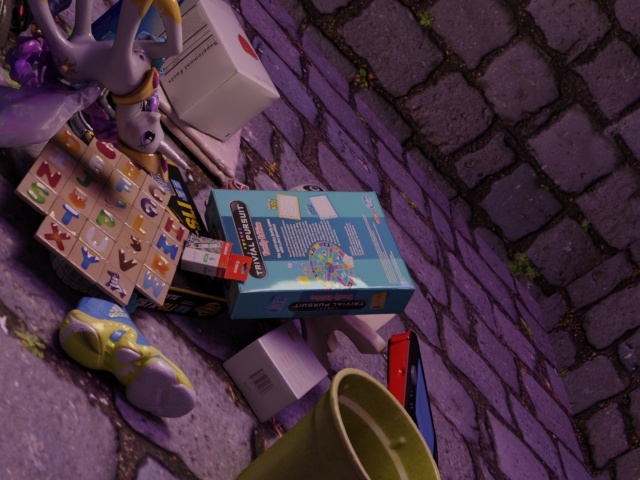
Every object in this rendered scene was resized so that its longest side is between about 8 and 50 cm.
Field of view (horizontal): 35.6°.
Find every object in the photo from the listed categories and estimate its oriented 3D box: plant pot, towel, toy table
[{"bbox_3d":[0.012,0.379,1.550,0.276,0.254,0.276,45,22,-24],"label":"plant pot"},{"bbox_3d":[-0.302,-0.309,2.292,0.317,0.053,0.332,45,21,-22],"label":"towel"},{"bbox_3d":[0.021,0.155,2.012,0.161,0.252,0.274,60,-15,-12],"label":"toy table"}]

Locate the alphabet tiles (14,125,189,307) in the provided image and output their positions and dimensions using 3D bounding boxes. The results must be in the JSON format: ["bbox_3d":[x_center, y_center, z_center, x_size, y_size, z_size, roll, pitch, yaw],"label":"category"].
[{"bbox_3d":[-0.339,-0.044,1.603,0.285,0.011,0.342,41,26,-19],"label":"alphabet tiles"}]

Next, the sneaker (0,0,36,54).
[{"bbox_3d":[-0.551,-0.449,1.747,0.202,0.185,0.482,37,27,-34],"label":"sneaker"}]

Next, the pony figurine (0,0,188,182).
[{"bbox_3d":[-0.368,-0.270,1.535,0.351,0.363,0.303,13,37,10],"label":"pony figurine"}]

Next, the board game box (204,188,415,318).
[{"bbox_3d":[-0.024,0.021,1.846,0.336,0.079,0.253,0,47,-22],"label":"board game box"}]

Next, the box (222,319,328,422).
[{"bbox_3d":[-0.080,0.236,1.825,0.130,0.091,0.170,55,19,5],"label":"box"}]

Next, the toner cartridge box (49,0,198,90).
[{"bbox_3d":[-0.358,-0.408,1.875,0.075,0.348,0.165,47,21,-25],"label":"toner cartridge box"}]

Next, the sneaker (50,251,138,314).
[{"bbox_3d":[-0.358,0.052,1.560,0.166,0.065,0.076,48,2,-23],"label":"sneaker"}]

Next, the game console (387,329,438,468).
[{"bbox_3d":[0.182,0.404,1.911,0.342,0.060,0.386,-85,164,-54],"label":"game console"}]

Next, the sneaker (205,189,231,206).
[{"bbox_3d":[-0.175,-0.043,2.125,0.152,0.061,0.053,49,18,-19],"label":"sneaker"}]

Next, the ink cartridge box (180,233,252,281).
[{"bbox_3d":[-0.176,0.030,1.699,0.115,0.029,0.063,12,45,-2],"label":"ink cartridge box"}]

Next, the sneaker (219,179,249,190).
[{"bbox_3d":[-0.171,-0.076,2.178,0.118,0.067,0.042,53,20,-3],"label":"sneaker"}]

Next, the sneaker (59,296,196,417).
[{"bbox_3d":[-0.277,0.162,1.491,0.240,0.091,0.126,43,21,-27],"label":"sneaker"}]

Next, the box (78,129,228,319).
[{"bbox_3d":[-0.299,-0.021,1.772,0.257,0.079,0.322,22,36,-60],"label":"box"}]

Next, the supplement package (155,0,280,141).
[{"bbox_3d":[-0.253,-0.400,2.212,0.177,0.175,0.293,22,36,-59],"label":"supplement package"}]

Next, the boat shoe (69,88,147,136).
[{"bbox_3d":[-0.385,-0.272,1.951,0.113,0.105,0.306,53,19,-4],"label":"boat shoe"}]

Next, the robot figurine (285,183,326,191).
[{"bbox_3d":[0.000,0.000,2.285,0.278,0.173,0.209,53,12,-6],"label":"robot figurine"}]
